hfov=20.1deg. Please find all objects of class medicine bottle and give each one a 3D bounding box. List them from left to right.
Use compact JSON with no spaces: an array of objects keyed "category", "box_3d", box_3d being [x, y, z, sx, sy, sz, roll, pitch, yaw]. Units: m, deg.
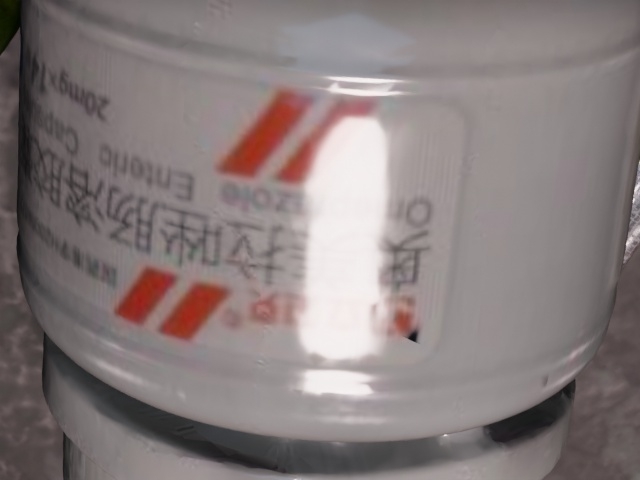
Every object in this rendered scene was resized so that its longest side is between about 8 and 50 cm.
[{"category":"medicine bottle","box_3d":[0.000,0.000,0.734,0.245,0.245,0.306,3,114,-3]}]

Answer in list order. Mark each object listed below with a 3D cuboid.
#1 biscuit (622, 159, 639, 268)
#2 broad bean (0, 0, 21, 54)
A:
[{"category":"biscuit","box_3d":[0.105,0.044,0.873,0.048,0.026,0.292,30,109,-17]},{"category":"broad bean","box_3d":[-0.245,-0.074,0.802,0.292,0.049,0.144,-13,111,4]}]
